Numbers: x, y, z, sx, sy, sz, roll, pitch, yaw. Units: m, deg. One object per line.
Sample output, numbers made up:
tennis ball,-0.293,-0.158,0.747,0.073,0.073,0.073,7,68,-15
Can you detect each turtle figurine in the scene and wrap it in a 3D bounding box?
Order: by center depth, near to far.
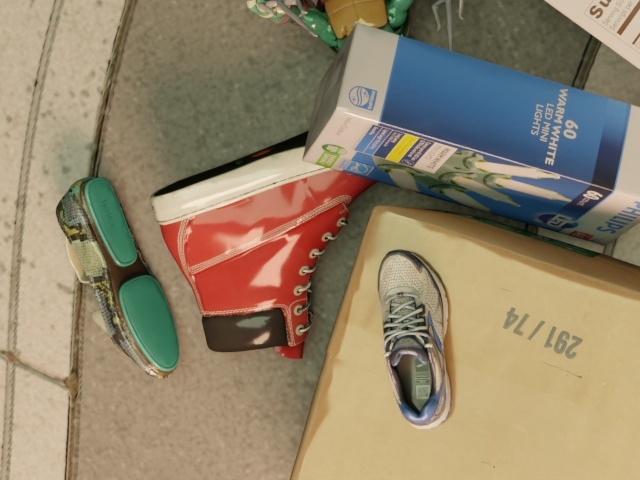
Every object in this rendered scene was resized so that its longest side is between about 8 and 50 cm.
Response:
turtle figurine,0.025,-0.207,1.370,0.175,0.118,0.234,-13,65,-4

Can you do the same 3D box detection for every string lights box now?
string lights box,0.129,-0.079,1.294,0.260,0.133,0.076,16,74,-7

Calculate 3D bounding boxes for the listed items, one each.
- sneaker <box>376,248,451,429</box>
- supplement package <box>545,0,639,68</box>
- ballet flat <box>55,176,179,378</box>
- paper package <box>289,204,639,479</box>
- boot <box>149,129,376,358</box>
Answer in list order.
sneaker,0.069,0.072,1.226,0.052,0.058,0.135,-13,85,13
supplement package,0.306,-0.201,1.267,0.293,0.177,0.175,38,109,11
ballet flat,-0.180,0.038,1.462,0.070,0.070,0.188,-22,83,13
paper package,0.164,0.155,1.317,0.325,0.168,0.309,18,93,14
boot,0.000,0.000,1.409,0.244,0.088,0.176,-21,101,4
